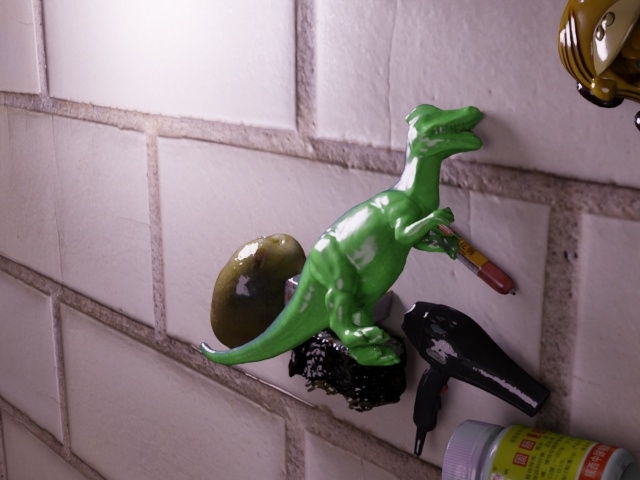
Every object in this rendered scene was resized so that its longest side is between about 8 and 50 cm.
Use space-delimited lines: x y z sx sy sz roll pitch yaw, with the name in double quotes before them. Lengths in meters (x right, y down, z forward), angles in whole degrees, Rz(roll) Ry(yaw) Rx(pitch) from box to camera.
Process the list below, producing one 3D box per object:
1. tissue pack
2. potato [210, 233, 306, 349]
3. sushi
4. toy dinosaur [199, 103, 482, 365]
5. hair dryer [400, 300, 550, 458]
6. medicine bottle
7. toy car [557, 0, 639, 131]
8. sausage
"tissue pack" 0.028 0.096 1.325 0.148 0.108 0.060 22 119 41
"potato" -0.116 0.098 1.431 0.159 0.174 0.251 45 128 31
"sushi" 0.036 0.195 1.315 0.212 0.147 0.115 22 115 40
"toy dinosaur" 0.000 0.000 1.215 0.500 0.144 0.374 -4 75 35
"hair dryer" 0.202 0.238 1.212 0.235 0.091 0.272 35 132 25
"medicine bottle" 0.286 0.317 1.059 0.225 0.139 0.139 5 103 38
"toy car" 0.360 -0.212 0.870 0.248 0.142 0.200 41 126 31
"sausage" 0.200 0.009 1.178 0.223 0.029 0.029 44 128 31
